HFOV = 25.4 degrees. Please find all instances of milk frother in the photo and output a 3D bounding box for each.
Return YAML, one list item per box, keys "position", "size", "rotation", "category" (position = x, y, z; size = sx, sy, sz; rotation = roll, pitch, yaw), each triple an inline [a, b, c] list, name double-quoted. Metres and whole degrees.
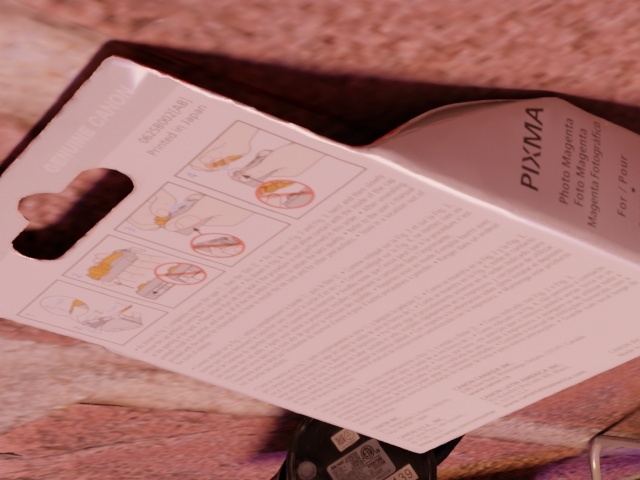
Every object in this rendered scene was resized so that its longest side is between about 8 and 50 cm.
- position: [0.041, 0.171, 0.819]
  size: [0.129, 0.143, 0.135]
  rotation: [-13, 159, -15]
  category: "milk frother"

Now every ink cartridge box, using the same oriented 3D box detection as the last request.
- position: [0.000, 0.000, 0.498]
  size: [0.232, 0.066, 0.189]
  rotation: [24, 146, -23]
  category: "ink cartridge box"

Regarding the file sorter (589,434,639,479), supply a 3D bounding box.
- position: [0.351, 0.204, 0.981]
  size: [0.277, 0.173, 0.193]
  rotation: [-7, 176, -9]
  category: "file sorter"
